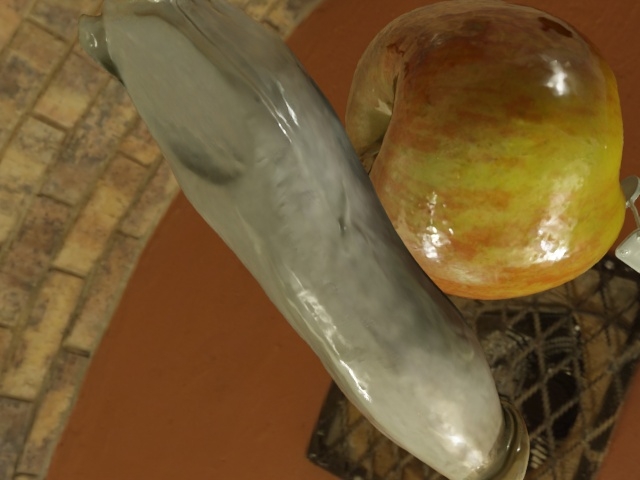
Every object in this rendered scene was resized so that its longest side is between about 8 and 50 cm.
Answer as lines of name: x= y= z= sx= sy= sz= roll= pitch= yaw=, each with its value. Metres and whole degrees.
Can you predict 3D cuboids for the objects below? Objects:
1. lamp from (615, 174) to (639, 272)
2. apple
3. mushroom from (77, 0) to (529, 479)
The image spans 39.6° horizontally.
lamp: x=0.356 y=-0.031 z=1.031 sx=0.050 sy=0.056 sz=0.198 roll=-52 pitch=-168 yaw=26
apple: x=0.170 y=-0.087 z=0.872 sx=0.302 sy=0.302 sz=0.301 roll=-15 pitch=-117 yaw=33
mushroom: x=0.000 y=0.001 z=0.501 sx=0.097 sy=0.109 sz=0.351 roll=-34 pitch=-88 yaw=11
